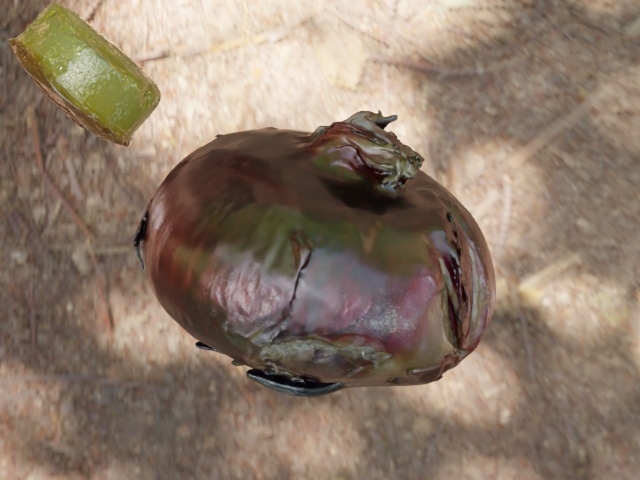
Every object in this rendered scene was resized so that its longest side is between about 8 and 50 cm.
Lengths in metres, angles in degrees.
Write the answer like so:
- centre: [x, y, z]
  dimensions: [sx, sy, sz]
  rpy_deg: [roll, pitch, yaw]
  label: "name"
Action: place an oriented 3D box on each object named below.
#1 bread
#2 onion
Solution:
- centre: [-0.231, -0.160, 1.590]
  dimensions: [0.156, 0.125, 0.086]
  rpy_deg: [41, 93, -17]
  label: "bread"
- centre: [0.000, 0.000, 1.373]
  dimensions: [0.314, 0.314, 0.232]
  rpy_deg: [7, 112, -12]
  label: "onion"
